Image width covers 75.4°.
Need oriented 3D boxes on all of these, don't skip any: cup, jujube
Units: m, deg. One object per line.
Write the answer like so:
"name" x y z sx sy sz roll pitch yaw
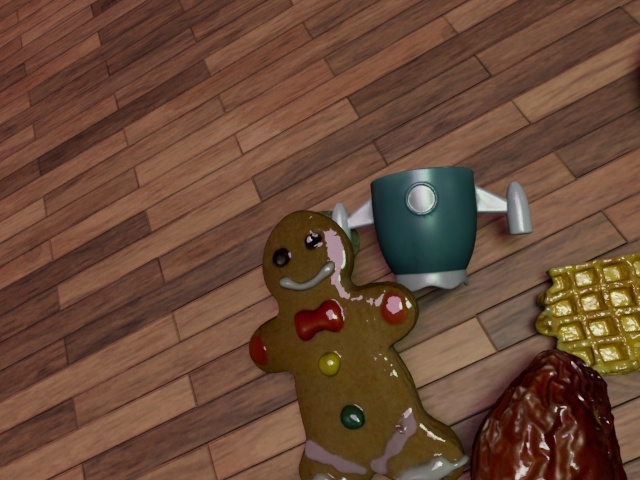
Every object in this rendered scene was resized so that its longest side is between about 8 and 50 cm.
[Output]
"cup" 0.162 -0.012 0.640 0.300 0.167 0.173 -5 85 16
"jujube" 0.286 0.258 0.517 0.168 0.168 0.236 19 68 22

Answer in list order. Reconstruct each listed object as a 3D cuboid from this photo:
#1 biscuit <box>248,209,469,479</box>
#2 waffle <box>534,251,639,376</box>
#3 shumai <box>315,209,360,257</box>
"biscuit" 0.015 0.159 0.611 0.283 0.064 0.432 -20 81 20
"waffle" 0.411 0.105 0.577 0.211 0.055 0.160 -13 69 12
"shumai" -0.001 0.001 0.732 0.099 0.124 0.087 -60 24 -9
